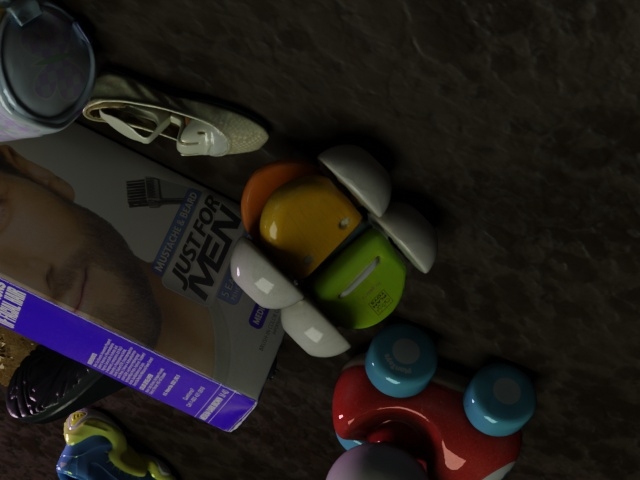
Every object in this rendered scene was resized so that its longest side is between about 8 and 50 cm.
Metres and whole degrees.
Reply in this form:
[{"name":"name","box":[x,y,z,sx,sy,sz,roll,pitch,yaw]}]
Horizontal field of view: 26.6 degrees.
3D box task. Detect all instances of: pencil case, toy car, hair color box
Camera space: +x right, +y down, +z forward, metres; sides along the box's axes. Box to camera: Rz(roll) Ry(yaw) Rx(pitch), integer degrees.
[{"name":"pencil case","box":[-0.327,-0.141,1.199,0.273,0.113,0.124,-6,130,39]},{"name":"toy car","box":[0.090,0.251,1.421,0.210,0.238,0.219,22,150,1]},{"name":"hair color box","box":[-0.191,0.022,1.295,0.339,0.185,0.110,26,149,-7]},{"name":"toy car","box":[0.000,0.000,1.204,0.182,0.159,0.136,47,176,-36]}]

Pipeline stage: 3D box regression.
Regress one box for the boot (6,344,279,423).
[{"name":"boot","box":[-0.191,0.157,1.493,0.246,0.094,0.207,-36,133,13]}]

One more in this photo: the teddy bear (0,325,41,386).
[{"name":"teddy bear","box":[-0.329,0.036,1.496,0.245,0.113,0.338,-7,141,12]}]

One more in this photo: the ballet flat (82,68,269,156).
[{"name":"ballet flat","box":[-0.130,-0.100,1.193,0.168,0.052,0.057,18,149,6]}]

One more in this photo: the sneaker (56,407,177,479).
[{"name":"sneaker","box":[-0.299,0.346,1.927,0.091,0.126,0.240,-5,140,38]}]
